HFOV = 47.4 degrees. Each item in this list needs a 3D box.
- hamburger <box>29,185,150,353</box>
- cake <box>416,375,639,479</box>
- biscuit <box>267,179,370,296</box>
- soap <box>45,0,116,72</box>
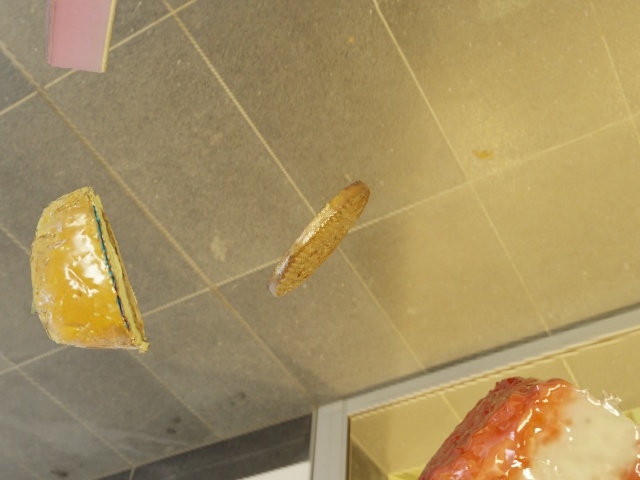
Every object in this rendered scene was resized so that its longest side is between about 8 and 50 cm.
[{"bbox_3d":[-0.242,0.043,0.720,0.102,0.087,0.176,-19,99,-16],"label":"hamburger"},{"bbox_3d":[0.221,0.308,0.651,0.319,0.269,0.270,43,82,12],"label":"cake"},{"bbox_3d":[0.001,0.001,0.938,0.027,0.188,0.188,41,126,9],"label":"biscuit"},{"bbox_3d":[-0.273,-0.346,0.847,0.081,0.181,0.259,4,153,-22],"label":"soap"}]
